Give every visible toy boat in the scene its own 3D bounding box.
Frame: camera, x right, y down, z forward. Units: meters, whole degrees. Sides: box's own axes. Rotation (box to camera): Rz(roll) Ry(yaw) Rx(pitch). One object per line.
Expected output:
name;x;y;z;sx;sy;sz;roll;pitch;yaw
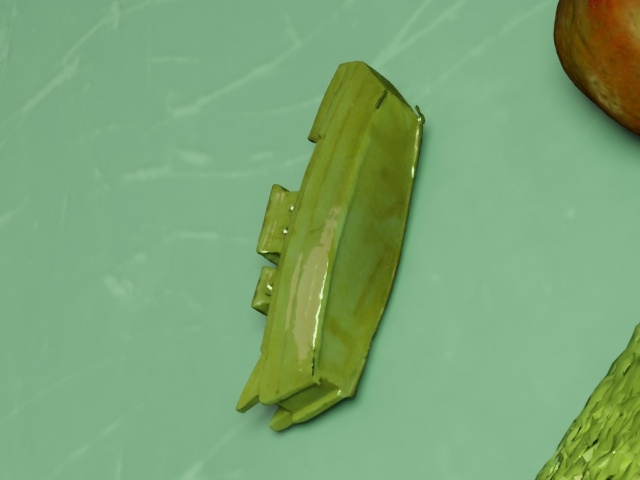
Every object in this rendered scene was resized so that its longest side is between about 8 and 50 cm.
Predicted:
toy boat;0.000;0.000;0.754;0.072;0.064;0.206;-2;64;44

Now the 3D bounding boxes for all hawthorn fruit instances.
hawthorn fruit;0.177;-0.115;0.682;0.125;0.140;0.125;4;56;-6

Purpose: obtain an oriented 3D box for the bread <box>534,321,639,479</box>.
bread;0.232;0.153;0.545;0.315;0.279;0.248;37;86;-6
